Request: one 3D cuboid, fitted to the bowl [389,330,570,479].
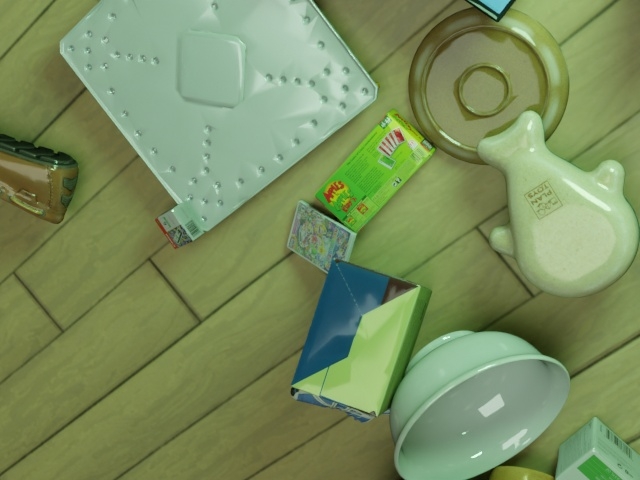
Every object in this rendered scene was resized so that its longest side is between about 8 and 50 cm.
[{"bbox_3d":[0.219,0.234,1.457,0.298,0.298,0.134,-54,44,25],"label":"bowl"}]

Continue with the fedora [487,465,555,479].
[{"bbox_3d":[0.327,0.409,1.526,0.194,0.194,0.079,12,74,14],"label":"fedora"}]

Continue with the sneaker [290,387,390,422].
[{"bbox_3d":[0.050,0.264,1.587,0.211,0.080,0.081,-2,104,20],"label":"sneaker"}]

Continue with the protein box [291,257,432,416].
[{"bbox_3d":[0.068,0.144,1.444,0.136,0.201,0.199,18,89,13],"label":"protein box"}]

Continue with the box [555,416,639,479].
[{"bbox_3d":[0.433,0.354,1.481,0.101,0.102,0.087,42,117,0],"label":"box"}]

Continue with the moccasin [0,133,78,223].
[{"bbox_3d":[-0.606,-0.131,1.649,0.380,0.139,0.146,19,104,1],"label":"moccasin"}]

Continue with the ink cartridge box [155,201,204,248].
[{"bbox_3d":[-0.243,-0.020,1.583,0.062,0.029,0.115,56,148,-9],"label":"ink cartridge box"}]

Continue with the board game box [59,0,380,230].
[{"bbox_3d":[-0.163,-0.272,1.495,0.390,0.050,0.390,-36,94,25],"label":"board game box"}]

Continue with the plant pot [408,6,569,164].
[{"bbox_3d":[0.241,-0.222,1.391,0.236,0.032,0.236,6,109,17],"label":"plant pot"}]

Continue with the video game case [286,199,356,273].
[{"bbox_3d":[0.000,0.000,1.525,0.122,0.011,0.087,32,120,32],"label":"video game case"}]

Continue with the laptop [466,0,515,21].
[{"bbox_3d":[0.225,-0.470,1.256,0.234,0.136,0.264,36,115,3],"label":"laptop"}]

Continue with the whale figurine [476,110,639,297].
[{"bbox_3d":[0.340,-0.052,1.367,0.216,0.141,0.272,-36,82,24],"label":"whale figurine"}]

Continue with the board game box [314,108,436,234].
[{"bbox_3d":[0.084,-0.105,1.474,0.092,0.043,0.181,43,115,1],"label":"board game box"}]
